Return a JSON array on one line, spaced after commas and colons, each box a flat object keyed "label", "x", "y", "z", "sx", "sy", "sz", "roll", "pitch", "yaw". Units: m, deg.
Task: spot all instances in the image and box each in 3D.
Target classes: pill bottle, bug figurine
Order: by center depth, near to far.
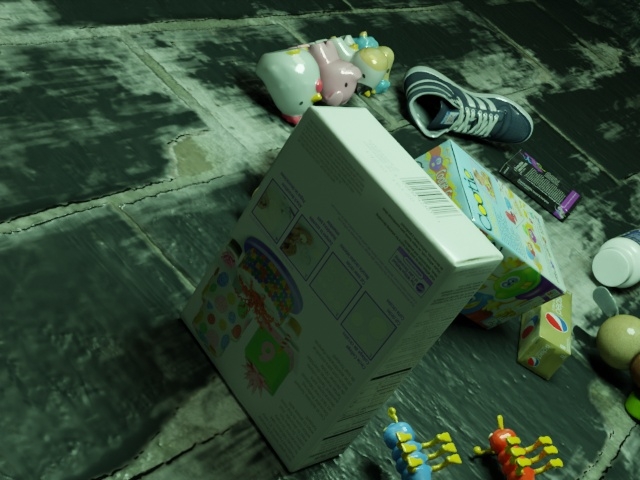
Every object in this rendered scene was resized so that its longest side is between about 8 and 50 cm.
[{"label": "bug figurine", "x": 0.187, "y": 0.298, "z": 1.187, "sx": 0.279, "sy": 0.072, "sz": 0.216, "roll": 13, "pitch": 43, "yaw": -39}, {"label": "pill bottle", "x": 0.569, "y": 0.035, "z": 1.879, "sx": 0.094, "sy": 0.094, "sz": 0.169, "roll": 47, "pitch": 33, "yaw": 20}]

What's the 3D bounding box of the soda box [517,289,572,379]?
[{"label": "soda box", "x": 0.350, "y": 0.132, "z": 1.574, "sx": 0.058, "sy": 0.061, "sz": 0.181, "roll": 31, "pitch": 31, "yaw": -4}]

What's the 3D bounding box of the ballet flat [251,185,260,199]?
[{"label": "ballet flat", "x": 0.000, "y": 0.000, "z": 1.439, "sx": 0.232, "sy": 0.080, "sz": 0.073, "roll": 36, "pitch": 3, "yaw": -2}]

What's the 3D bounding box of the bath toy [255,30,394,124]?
[{"label": "bath toy", "x": 0.016, "y": -0.290, "z": 1.793, "sx": 0.151, "sy": 0.129, "sz": 0.348, "roll": -2, "pitch": 14, "yaw": 29}]

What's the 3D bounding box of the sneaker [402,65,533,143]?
[{"label": "sneaker", "x": 0.289, "y": -0.241, "z": 1.989, "sx": 0.282, "sy": 0.099, "sz": 0.153, "roll": 23, "pitch": 28, "yaw": -6}]

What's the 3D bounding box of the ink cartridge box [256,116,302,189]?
[{"label": "ink cartridge box", "x": 0.024, "y": -0.074, "z": 1.527, "sx": 0.208, "sy": 0.087, "sz": 0.153, "roll": 32, "pitch": 32, "yaw": -5}]

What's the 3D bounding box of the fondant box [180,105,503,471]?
[{"label": "fondant box", "x": 0.007, "y": 0.053, "z": 1.103, "sx": 0.096, "sy": 0.330, "sz": 0.238, "roll": -6, "pitch": 49, "yaw": -49}]

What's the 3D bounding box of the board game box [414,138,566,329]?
[{"label": "board game box", "x": 0.212, "y": 0.000, "z": 1.448, "sx": 0.275, "sy": 0.142, "sz": 0.144, "roll": 32, "pitch": 38, "yaw": -45}]

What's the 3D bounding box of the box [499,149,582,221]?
[{"label": "box", "x": 0.442, "y": -0.111, "z": 2.025, "sx": 0.162, "sy": 0.029, "sz": 0.116, "roll": 41, "pitch": 31, "yaw": 9}]

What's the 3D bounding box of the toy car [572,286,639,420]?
[{"label": "toy car", "x": 0.494, "y": 0.162, "z": 1.601, "sx": 0.188, "sy": 0.155, "sz": 0.149, "roll": 36, "pitch": 29, "yaw": 28}]
